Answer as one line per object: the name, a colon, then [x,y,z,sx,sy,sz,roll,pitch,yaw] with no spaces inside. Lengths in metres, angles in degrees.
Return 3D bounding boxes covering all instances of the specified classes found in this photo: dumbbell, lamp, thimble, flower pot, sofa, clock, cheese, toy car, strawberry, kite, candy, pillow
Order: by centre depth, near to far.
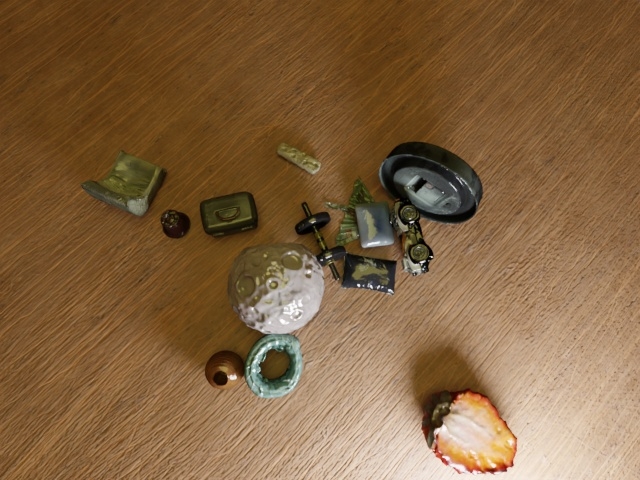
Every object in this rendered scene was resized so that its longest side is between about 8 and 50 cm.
strawberry: [0.503,0.662,1.476,0.336,0.149,0.265,30,70,-5]
thimble: [-0.157,0.425,1.497,0.198,0.143,0.235,41,80,-1]
lamp: [-0.335,0.453,1.500,0.136,0.136,0.136,0,76,-2]
clock: [0.397,-0.203,1.561,0.386,0.386,0.076,30,72,6]
toy car: [0.335,-0.014,1.614,0.118,0.193,0.301,-17,76,9]
dumbbell: [0.000,0.000,1.616,0.143,0.143,0.326,-23,78,-7]
sofa: [-0.740,-0.230,1.633,0.210,0.176,0.225,24,77,5]
pillow: [0.186,0.125,1.639,0.208,0.055,0.141,7,84,1]
flower pot: [-0.564,-0.070,1.643,0.111,0.089,0.111,0,76,-2]
candy: [0.210,-0.063,1.665,0.138,0.071,0.174,-6,79,-11]
kite: [0.146,-0.105,1.715,0.267,0.013,0.323,20,76,3]
cheese: [-0.089,-0.338,1.749,0.194,0.043,0.065,31,78,6]

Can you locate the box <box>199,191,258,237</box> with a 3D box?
box: [-0.344,-0.094,1.636,0.210,0.129,0.148,-13,76,-6]

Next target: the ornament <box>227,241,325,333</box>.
ornament: [-0.151,0.165,1.476,0.336,0.337,0.337,0,76,-2]
